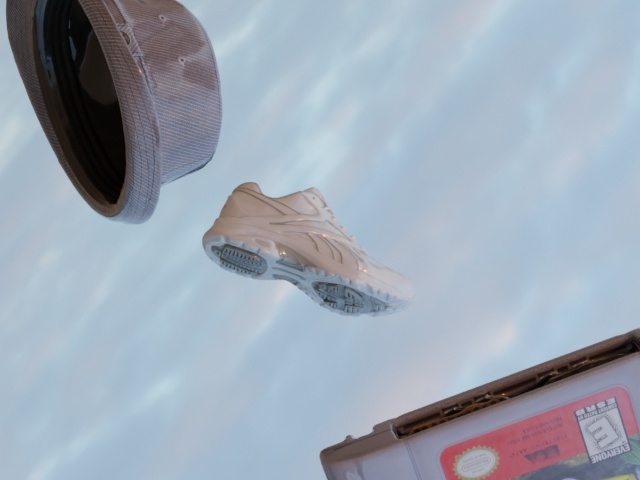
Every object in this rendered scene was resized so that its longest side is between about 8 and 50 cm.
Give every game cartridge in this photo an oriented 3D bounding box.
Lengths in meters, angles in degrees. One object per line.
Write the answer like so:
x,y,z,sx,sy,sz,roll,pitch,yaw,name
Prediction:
0.167,0.186,1.416,0.294,0.196,0.060,-21,-159,0,game cartridge

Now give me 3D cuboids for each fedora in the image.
-0.177,-0.153,1.841,0.124,0.275,0.244,-18,149,-26,fedora

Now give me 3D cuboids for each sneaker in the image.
0.000,0.000,2.098,0.090,0.232,0.115,122,-11,-62,sneaker
